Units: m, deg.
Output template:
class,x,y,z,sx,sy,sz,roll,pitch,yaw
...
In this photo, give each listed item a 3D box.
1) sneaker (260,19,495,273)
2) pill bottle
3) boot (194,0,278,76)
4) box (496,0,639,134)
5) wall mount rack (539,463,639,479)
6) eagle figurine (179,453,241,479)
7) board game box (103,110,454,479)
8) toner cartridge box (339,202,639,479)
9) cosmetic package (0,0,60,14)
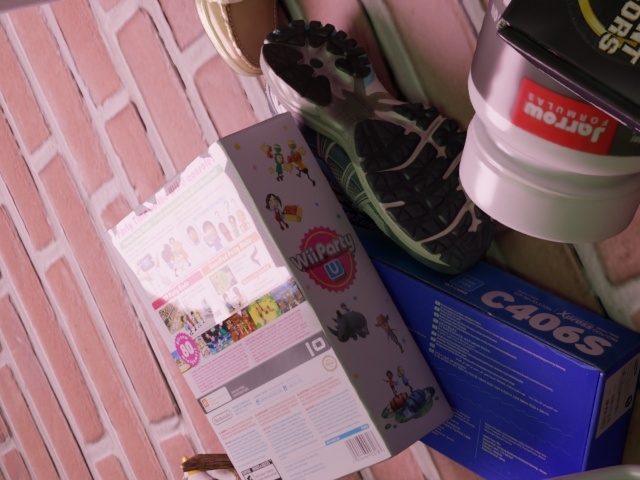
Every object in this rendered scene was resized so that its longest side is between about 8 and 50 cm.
class,x,y,z,sx,sy,sz,roll,pitch,yaw
sneaker,0.051,-0.072,1.170,0.283,0.110,0.122,51,157,23
pill bottle,0.193,-0.147,0.894,0.161,0.161,0.283,39,134,31
boot,-0.044,-0.261,1.188,0.165,0.077,0.213,-2,104,48
box,0.322,-0.179,0.628,0.318,0.097,0.395,41,100,30
wall mount rack,0.260,0.291,1.025,0.304,0.130,0.350,1,109,34
eagle figurine,-0.105,0.338,1.453,0.225,0.226,0.298,-106,36,-60
board game box,-0.044,0.070,1.179,0.224,0.097,0.303,-32,87,48
toner cartridge box,0.110,0.096,1.163,0.348,0.075,0.165,27,126,34
cosmetic package,-0.434,-0.390,1.324,0.329,0.394,0.327,12,117,46
